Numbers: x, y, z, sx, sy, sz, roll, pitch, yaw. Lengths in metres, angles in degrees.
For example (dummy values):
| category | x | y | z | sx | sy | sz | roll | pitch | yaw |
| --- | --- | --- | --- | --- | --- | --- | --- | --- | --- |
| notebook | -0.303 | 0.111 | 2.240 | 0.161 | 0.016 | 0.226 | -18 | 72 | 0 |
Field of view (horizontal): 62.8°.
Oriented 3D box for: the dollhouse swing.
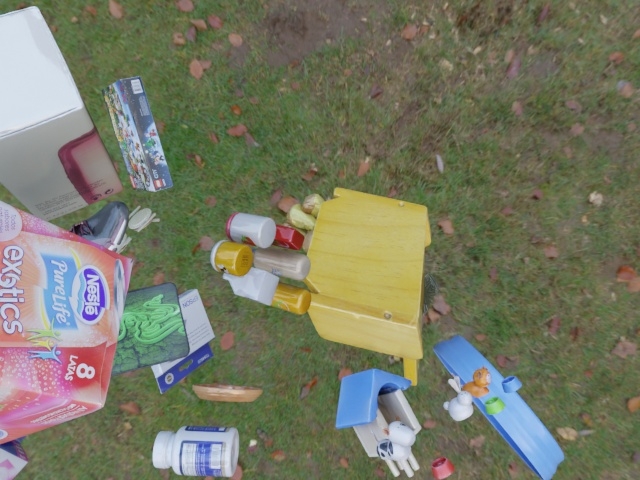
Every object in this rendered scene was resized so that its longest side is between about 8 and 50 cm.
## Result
| category | x | y | z | sx | sy | sz | roll | pitch | yaw |
| --- | --- | --- | --- | --- | --- | --- | --- | --- | --- |
| dollhouse swing | 0.118 | 0.123 | 1.221 | 0.315 | 0.305 | 0.347 | 12 | 49 | 2 |

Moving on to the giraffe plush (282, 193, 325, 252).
| category | x | y | z | sx | sy | sz | roll | pitch | yaw |
| --- | --- | --- | --- | --- | --- | --- | --- | --- | --- |
| giraffe plush | 0.000 | 0.000 | 1.451 | 0.210 | 0.171 | 0.181 | 18 | 125 | -12 |

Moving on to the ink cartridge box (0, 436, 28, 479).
| category | x | y | z | sx | sy | sz | roll | pitch | yaw |
| --- | --- | --- | --- | --- | --- | --- | --- | --- | --- |
| ink cartridge box | -0.807 | 0.516 | 1.188 | 0.071 | 0.324 | 0.330 | 29 | 60 | 17 |

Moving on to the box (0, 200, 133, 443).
| category | x | y | z | sx | sy | sz | roll | pitch | yaw |
| --- | --- | --- | --- | --- | --- | --- | --- | --- | --- |
| box | -0.327 | 0.098 | 0.476 | 0.299 | 0.154 | 0.142 | -25 | 51 | 32 |

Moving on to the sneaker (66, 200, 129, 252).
| category | x | y | z | sx | sy | sz | roll | pitch | yaw |
| --- | --- | --- | --- | --- | --- | --- | --- | --- | --- |
| sneaker | -0.521 | 0.013 | 1.045 | 0.281 | 0.162 | 0.106 | -53 | 43 | 0 |

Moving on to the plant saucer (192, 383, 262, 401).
| category | x | y | z | sx | sy | sz | roll | pitch | yaw |
| --- | --- | --- | --- | --- | --- | --- | --- | --- | --- |
| plant saucer | -0.265 | 0.434 | 1.495 | 0.199 | 0.200 | 0.037 | 4 | 77 | 5 |

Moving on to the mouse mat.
| category | x | y | z | sx | sy | sz | roll | pitch | yaw |
| --- | --- | --- | --- | --- | --- | --- | --- | --- | --- |
| mouse mat | -0.347 | 0.163 | 0.961 | 0.189 | 0.007 | 0.153 | -12 | 67 | -19 |

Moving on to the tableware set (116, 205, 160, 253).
| category | x | y | z | sx | sy | sz | roll | pitch | yaw |
| --- | --- | --- | --- | --- | --- | --- | --- | --- | --- |
| tableware set | -0.596 | -0.021 | 1.644 | 0.128 | 0.039 | 0.194 | 21 | 63 | 45 |

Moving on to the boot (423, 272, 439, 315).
| category | x | y | z | sx | sy | sz | roll | pitch | yaw |
| --- | --- | --- | --- | --- | --- | --- | --- | --- | --- |
| boot | 0.200 | 0.206 | 1.552 | 0.269 | 0.236 | 0.089 | -30 | 86 | 38 |

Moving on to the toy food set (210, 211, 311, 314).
| category | x | y | z | sx | sy | sz | roll | pitch | yaw |
| --- | --- | --- | --- | --- | --- | --- | --- | --- | --- |
| toy food set | -0.094 | 0.027 | 0.733 | 0.104 | 0.232 | 0.111 | 12 | 78 | 26 |

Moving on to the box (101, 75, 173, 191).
| category | x | y | z | sx | sy | sz | roll | pitch | yaw |
| --- | --- | --- | --- | --- | --- | --- | --- | --- | --- |
| box | -0.401 | -0.225 | 1.144 | 0.044 | 0.159 | 0.233 | -23 | 108 | -32 |

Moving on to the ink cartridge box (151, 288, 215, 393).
| category | x | y | z | sx | sy | sz | roll | pitch | yaw |
| --- | --- | --- | --- | --- | --- | --- | --- | --- | --- |
| ink cartridge box | -0.401 | 0.283 | 1.499 | 0.045 | 0.223 | 0.224 | -10 | 103 | 34 |

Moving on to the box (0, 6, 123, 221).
| category | x | y | z | sx | sy | sz | roll | pitch | yaw |
| --- | --- | --- | --- | --- | --- | --- | --- | --- | --- |
| box | -0.356 | -0.145 | 0.664 | 0.126 | 0.232 | 0.149 | -25 | 79 | -17 |

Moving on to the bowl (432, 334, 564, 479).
| category | x | y | z | sx | sy | sz | roll | pitch | yaw |
| --- | --- | --- | --- | --- | --- | --- | --- | --- | --- |
| bowl | 0.431 | 0.396 | 1.286 | 0.077 | 0.391 | 0.391 | -39 | 85 | 0 |

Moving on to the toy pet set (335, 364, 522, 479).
| category | x | y | z | sx | sy | sz | roll | pitch | yaw |
| --- | --- | --- | --- | --- | --- | --- | --- | --- | --- |
| toy pet set | 0.073 | 0.123 | 0.416 | 0.114 | 0.122 | 0.065 | -31 | 86 | 47 |

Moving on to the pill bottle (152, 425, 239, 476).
| category | x | y | z | sx | sy | sz | roll | pitch | yaw |
| --- | --- | --- | --- | --- | --- | --- | --- | --- | --- |
| pill bottle | -0.297 | 0.505 | 1.261 | 0.186 | 0.112 | 0.112 | 2 | 88 | 3 |
